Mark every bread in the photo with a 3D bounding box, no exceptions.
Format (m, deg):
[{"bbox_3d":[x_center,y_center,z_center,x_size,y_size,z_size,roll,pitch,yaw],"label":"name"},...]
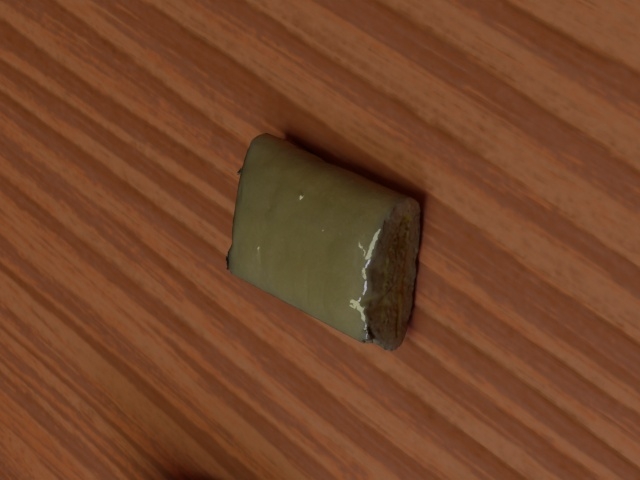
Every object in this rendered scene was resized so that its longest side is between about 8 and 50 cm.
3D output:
[{"bbox_3d":[0.000,0.001,1.642,0.178,0.060,0.139,25,120,40],"label":"bread"}]
